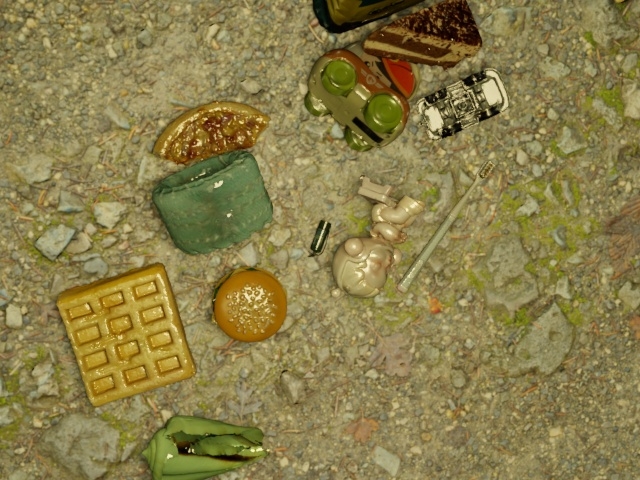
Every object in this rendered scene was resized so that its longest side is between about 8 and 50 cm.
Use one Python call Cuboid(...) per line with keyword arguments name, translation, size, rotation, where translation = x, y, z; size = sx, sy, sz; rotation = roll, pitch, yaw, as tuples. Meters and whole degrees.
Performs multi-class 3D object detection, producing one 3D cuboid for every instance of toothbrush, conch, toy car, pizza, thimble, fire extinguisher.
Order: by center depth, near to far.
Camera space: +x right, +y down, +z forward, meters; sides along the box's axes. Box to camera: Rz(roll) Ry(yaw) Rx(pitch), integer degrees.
Cuboid(name="thimble", translation=(-0.210, -0.074, 1.448), size=(0.235, 0.198, 0.143), rotation=(-7, 114, 31))
Cuboid(name="conch", translation=(-0.228, 0.416, 1.494), size=(0.250, 0.137, 0.144), rotation=(-3, 112, -4))
Cuboid(name="pizza", translation=(-0.220, -0.219, 1.511), size=(0.246, 0.058, 0.127), rotation=(-6, 94, -5))
Cuboid(name="toy car", translation=(0.102, -0.323, 1.526), size=(0.235, 0.145, 0.235), rotation=(5, 75, -18))
Cuboid(name="toy car", translation=(0.295, -0.284, 1.565), size=(0.191, 0.100, 0.097), rotation=(-23, 96, 14))
Cuboid(name="fire extinguisher", translation=(0.000, 0.000, 1.568), size=(0.038, 0.025, 0.083), rotation=(22, 89, -31))
Cuboid(name="toothbrush", translation=(0.270, -0.030, 1.600), size=(0.025, 0.030, 0.342), rotation=(36, 90, -3))

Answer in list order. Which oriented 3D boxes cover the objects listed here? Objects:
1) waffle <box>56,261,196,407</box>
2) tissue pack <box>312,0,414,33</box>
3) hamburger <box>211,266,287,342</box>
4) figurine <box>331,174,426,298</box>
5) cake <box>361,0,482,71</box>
Cuboid(name="waffle", translation=(-0.389, 0.191, 1.508), size=(0.221, 0.055, 0.248), rotation=(-17, 95, -6))
Cuboid(name="tissue pack", translation=(0.115, -0.561, 1.367), size=(0.264, 0.416, 0.253), rotation=(-21, 98, -8))
Cuboid(name="hamburger", translation=(-0.144, 0.131, 1.508), size=(0.161, 0.115, 0.162), rotation=(-1, 94, -7))
Cuboid(name="figurine", translation=(0.098, 0.011, 1.519), size=(0.144, 0.182, 0.257), rotation=(25, 91, 7))
Cuboid(name="cake", translation=(0.192, -0.435, 1.491), size=(0.245, 0.112, 0.135), rotation=(3, 72, -29))
